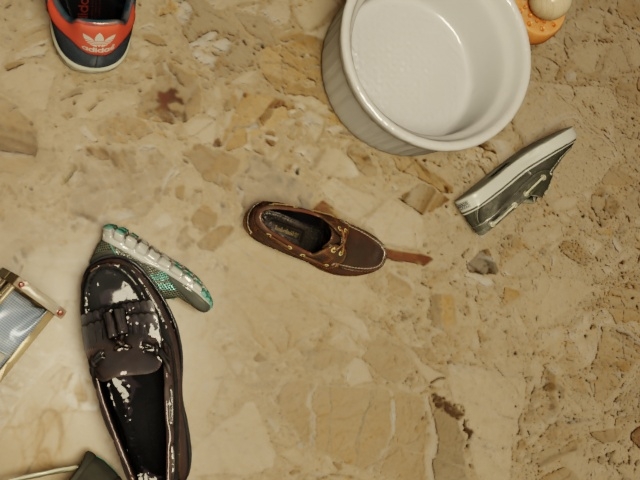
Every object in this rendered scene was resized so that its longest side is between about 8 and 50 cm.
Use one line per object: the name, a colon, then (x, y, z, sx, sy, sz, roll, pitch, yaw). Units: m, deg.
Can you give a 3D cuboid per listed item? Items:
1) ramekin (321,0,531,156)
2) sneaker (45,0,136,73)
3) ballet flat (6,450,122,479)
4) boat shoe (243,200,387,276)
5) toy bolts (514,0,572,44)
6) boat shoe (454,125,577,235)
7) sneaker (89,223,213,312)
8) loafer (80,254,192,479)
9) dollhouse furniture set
ramekin: (0.136, -0.247, 1.111, 0.277, 0.135, 0.277, 2, 83, -19)
sneaker: (-0.281, -0.388, 0.967, 0.131, 0.148, 0.349, -11, 88, -20)
ballet flat: (-0.361, 0.328, 0.907, 0.281, 0.095, 0.096, -25, 84, -30)
boat shoe: (0.000, 0.000, 1.072, 0.207, 0.073, 0.073, 15, 79, -19)
toy bolts: (0.287, -0.418, 1.168, 0.228, 0.158, 0.218, 39, 74, -12)
boat shoe: (0.299, -0.089, 1.189, 0.219, 0.078, 0.070, -35, 96, -11)
sneaker: (-0.213, 0.050, 1.005, 0.166, 0.065, 0.076, 34, 91, -10)
loafer: (-0.212, 0.166, 0.942, 0.109, 0.095, 0.302, -13, 98, -4)
dollhouse furniture set: (-0.400, 0.068, 0.872, 0.184, 0.129, 0.129, 43, 72, -24)
